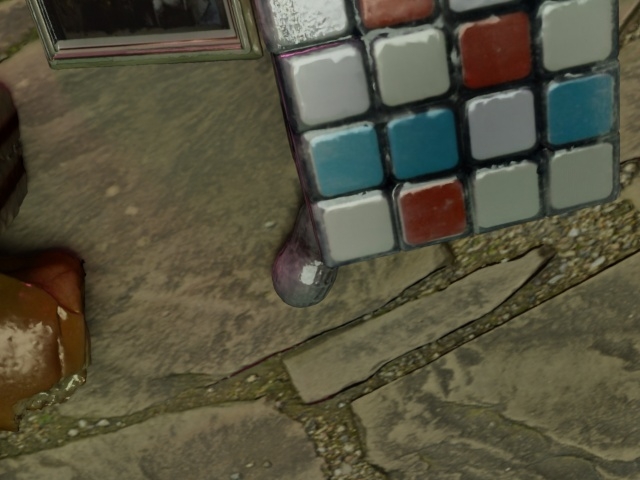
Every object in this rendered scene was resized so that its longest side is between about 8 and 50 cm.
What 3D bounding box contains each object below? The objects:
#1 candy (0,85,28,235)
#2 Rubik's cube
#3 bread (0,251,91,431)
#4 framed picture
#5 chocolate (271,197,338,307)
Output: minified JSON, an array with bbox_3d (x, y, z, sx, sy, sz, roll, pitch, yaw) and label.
[{"bbox_3d":[-0.367,-0.030,0.720,0.179,0.321,0.135,-3,116,-3],"label":"candy"},{"bbox_3d":[0.084,-0.166,0.740,0.256,0.259,0.253,-13,123,-1],"label":"Rubik's cube"},{"bbox_3d":[-0.406,0.102,0.887,0.343,0.149,0.195,2,120,-9],"label":"bread"},{"bbox_3d":[-0.182,-0.277,0.712,0.232,0.019,0.296,2,124,24],"label":"framed picture"},{"bbox_3d":[0.000,0.000,0.933,0.072,0.072,0.167,16,117,-17],"label":"chocolate"}]
